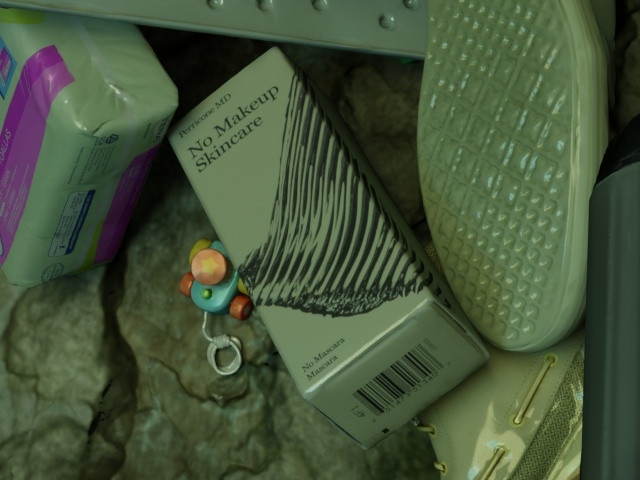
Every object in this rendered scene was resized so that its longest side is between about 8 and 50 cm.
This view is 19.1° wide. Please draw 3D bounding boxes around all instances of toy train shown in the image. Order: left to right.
[{"bbox_3d":[-0.031,0.025,1.412,0.166,0.046,0.125,-28,70,13],"label":"toy train"}]

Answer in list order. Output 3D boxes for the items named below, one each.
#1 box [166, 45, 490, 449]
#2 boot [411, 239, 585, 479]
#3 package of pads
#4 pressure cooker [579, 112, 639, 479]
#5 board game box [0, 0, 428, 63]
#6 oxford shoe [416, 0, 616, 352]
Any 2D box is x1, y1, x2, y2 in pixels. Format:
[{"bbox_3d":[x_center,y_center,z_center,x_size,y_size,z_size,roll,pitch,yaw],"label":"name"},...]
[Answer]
[{"bbox_3d":[0.000,0.000,1.299,0.113,0.094,0.275,-38,48,8],"label":"box"},{"bbox_3d":[0.084,0.140,1.318,0.203,0.095,0.262,37,91,23],"label":"boot"},{"bbox_3d":[-0.232,-0.137,1.435,0.101,0.229,0.296,-19,66,-30],"label":"package of pads"},{"bbox_3d":[0.323,0.139,1.079,0.369,0.375,0.420,-1,78,17],"label":"pressure cooker"},{"bbox_3d":[-0.084,-0.331,1.374,0.389,0.050,0.390,5,76,-24],"label":"board game box"},{"bbox_3d":[0.149,-0.141,1.316,0.169,0.130,0.449,-25,61,44],"label":"oxford shoe"}]
